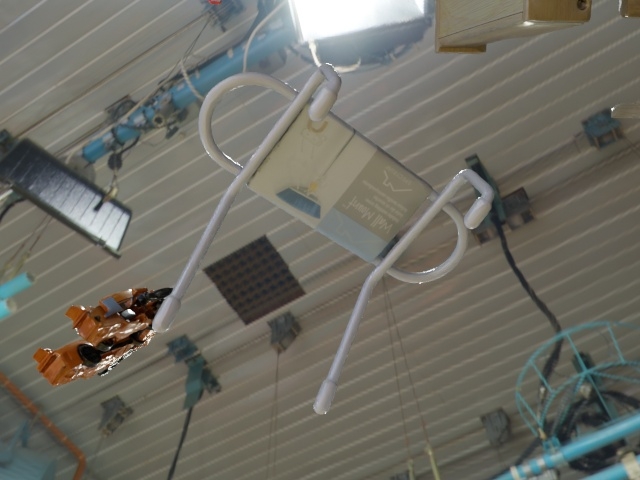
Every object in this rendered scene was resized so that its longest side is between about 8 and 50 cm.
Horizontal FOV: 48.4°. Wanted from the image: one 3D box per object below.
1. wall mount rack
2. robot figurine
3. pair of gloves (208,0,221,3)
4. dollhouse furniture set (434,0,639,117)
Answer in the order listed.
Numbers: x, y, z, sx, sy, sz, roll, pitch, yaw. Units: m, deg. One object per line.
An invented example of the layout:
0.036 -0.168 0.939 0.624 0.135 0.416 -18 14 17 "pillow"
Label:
0.000 0.000 0.750 0.350 0.130 0.304 32 -73 -20 "wall mount rack"
-0.376 0.161 1.296 0.085 0.291 0.211 43 -77 7 "robot figurine"
-0.252 -0.518 1.284 0.198 0.023 0.159 23 -41 16 "pair of gloves"
0.225 -0.197 0.520 0.242 0.161 0.212 -2 -80 -12 "dollhouse furniture set"
